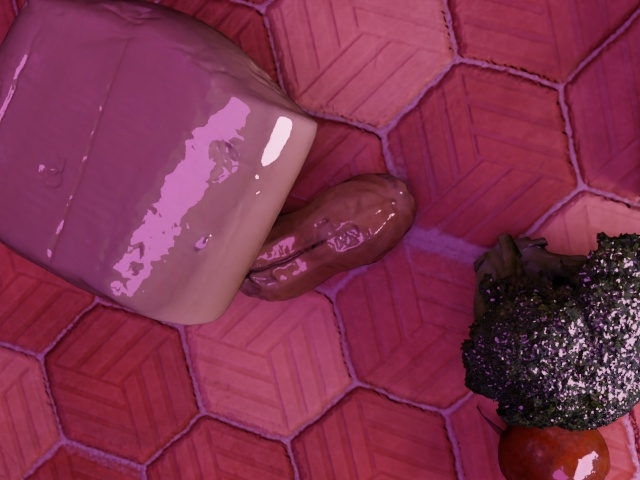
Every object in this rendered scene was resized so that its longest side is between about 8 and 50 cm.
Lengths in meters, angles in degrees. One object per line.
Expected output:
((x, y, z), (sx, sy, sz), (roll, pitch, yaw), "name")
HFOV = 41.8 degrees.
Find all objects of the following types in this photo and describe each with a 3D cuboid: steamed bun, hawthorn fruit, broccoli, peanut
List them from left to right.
((-0.240, -0.127, 1.138), (0.456, 0.290, 0.371), (32, 99, 20), "steamed bun")
((0.000, 0.000, 1.196), (0.290, 0.130, 0.130), (-27, 93, 17), "peanut")
((0.309, 0.314, 1.178), (0.189, 0.149, 0.149), (4, 100, 13), "hawthorn fruit")
((0.316, 0.106, 1.094), (0.308, 0.308, 0.275), (-33, 54, 15), "broccoli")
